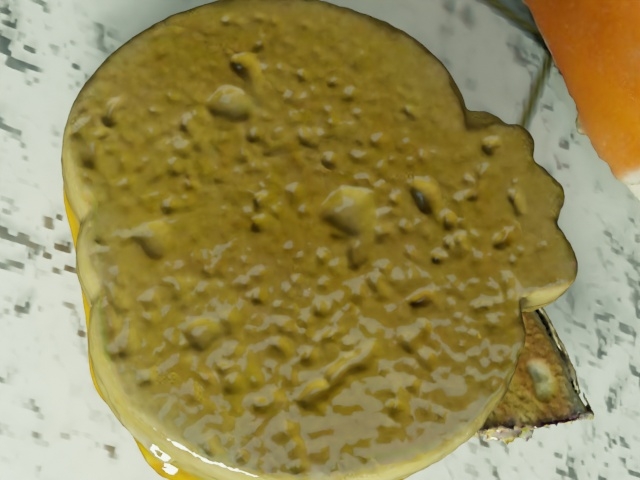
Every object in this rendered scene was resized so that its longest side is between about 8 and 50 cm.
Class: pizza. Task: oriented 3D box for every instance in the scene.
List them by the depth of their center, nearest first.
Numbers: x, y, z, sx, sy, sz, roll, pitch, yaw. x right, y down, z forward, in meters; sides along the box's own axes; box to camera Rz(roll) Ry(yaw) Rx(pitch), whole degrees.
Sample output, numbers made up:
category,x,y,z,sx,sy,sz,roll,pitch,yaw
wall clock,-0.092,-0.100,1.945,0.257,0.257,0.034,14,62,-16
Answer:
category,x,y,z,sx,sy,sz,roll,pitch,yaw
pizza,0.043,0.028,0.469,0.100,0.029,0.099,-5,71,-30

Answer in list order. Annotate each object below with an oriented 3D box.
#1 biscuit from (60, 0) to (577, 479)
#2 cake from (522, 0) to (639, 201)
category,x,y,z,sx,sy,sz,roll,pitch,yaw
biscuit,-0.001,0.001,0.428,0.170,0.050,0.170,3,70,-8
cake,0.141,-0.125,0.511,0.098,0.135,0.287,-36,104,-44
